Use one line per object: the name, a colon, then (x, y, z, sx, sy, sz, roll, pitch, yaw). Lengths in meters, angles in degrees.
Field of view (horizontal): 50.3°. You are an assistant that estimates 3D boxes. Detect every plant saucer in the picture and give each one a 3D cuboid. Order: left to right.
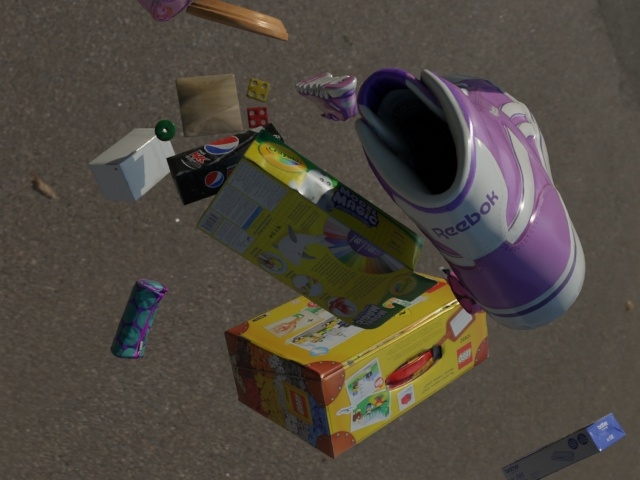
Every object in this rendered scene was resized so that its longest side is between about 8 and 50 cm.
plant saucer: (-0.155, -0.425, 1.304, 0.200, 0.200, 0.037, 2, 110, -42)

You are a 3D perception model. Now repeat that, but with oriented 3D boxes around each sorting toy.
sorting toy: (-0.246, -0.305, 1.555, 0.274, 0.046, 0.132, -10, 91, -16)

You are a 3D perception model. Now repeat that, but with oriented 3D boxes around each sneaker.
sneaker: (0.017, -0.340, 1.641, 0.095, 0.236, 0.104, -29, 117, -16)
sneaker: (0.088, -0.084, 0.485, 0.161, 0.102, 0.282, 41, 21, -28)

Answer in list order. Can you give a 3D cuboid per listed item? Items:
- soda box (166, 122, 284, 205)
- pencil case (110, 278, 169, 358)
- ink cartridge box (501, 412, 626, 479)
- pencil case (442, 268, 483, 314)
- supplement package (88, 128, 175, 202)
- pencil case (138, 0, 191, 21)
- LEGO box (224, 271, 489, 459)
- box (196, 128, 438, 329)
soda box: (-0.136, -0.114, 1.008, 0.169, 0.053, 0.060, -21, 135, -13)
pencil case: (-0.344, 0.150, 1.298, 0.064, 0.070, 0.152, 15, 96, -59)
ink cartridge box: (0.429, 0.378, 1.217, 0.097, 0.207, 0.046, -8, 61, -42)
pencil case: (0.331, 0.042, 1.241, 0.209, 0.098, 0.095, -30, 110, -4)
supplement package: (-0.447, -0.184, 1.645, 0.179, 0.105, 0.105, -53, 138, -44)
pencil case: (-0.402, -0.622, 1.501, 0.124, 0.124, 0.284, -34, 85, -40)
LEGO box: (0.089, 0.247, 1.608, 0.500, 0.372, 0.193, -22, 112, -34)
box: (0.000, 0.000, 0.549, 0.179, 0.105, 0.043, 35, 48, -9)
